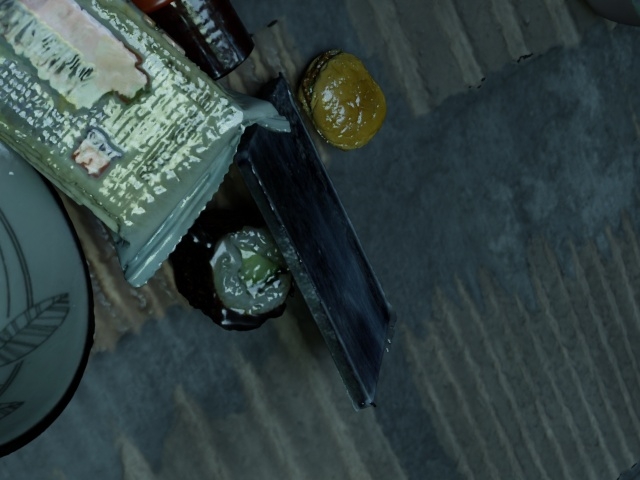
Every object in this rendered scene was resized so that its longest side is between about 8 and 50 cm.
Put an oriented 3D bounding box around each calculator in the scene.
[{"bbox_3d":[0.000,0.000,1.178,0.021,0.161,0.262,-17,114,19],"label":"calculator"}]

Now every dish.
[{"bbox_3d":[-0.308,0.024,0.959,0.316,0.106,0.316,32,41,-33],"label":"dish"}]

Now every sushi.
[{"bbox_3d":[-0.077,0.021,1.157,0.098,0.084,0.094,-4,105,-26],"label":"sushi"}]

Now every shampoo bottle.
[{"bbox_3d":[-0.142,-0.243,1.055,0.104,0.104,0.278,-41,118,-19],"label":"shampoo bottle"}]

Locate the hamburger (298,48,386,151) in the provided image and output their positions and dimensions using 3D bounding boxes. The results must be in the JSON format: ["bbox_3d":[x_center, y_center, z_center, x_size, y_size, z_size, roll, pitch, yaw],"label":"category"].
[{"bbox_3d":[0.019,-0.121,1.211,0.076,0.044,0.083,-52,124,-20],"label":"hamburger"}]

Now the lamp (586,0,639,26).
[{"bbox_3d":[0.310,-0.340,1.241,0.247,0.247,0.301,-42,125,-15],"label":"lamp"}]

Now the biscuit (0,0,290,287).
[{"bbox_3d":[-0.189,-0.123,1.006,0.309,0.079,0.186,42,90,-23],"label":"biscuit"}]
